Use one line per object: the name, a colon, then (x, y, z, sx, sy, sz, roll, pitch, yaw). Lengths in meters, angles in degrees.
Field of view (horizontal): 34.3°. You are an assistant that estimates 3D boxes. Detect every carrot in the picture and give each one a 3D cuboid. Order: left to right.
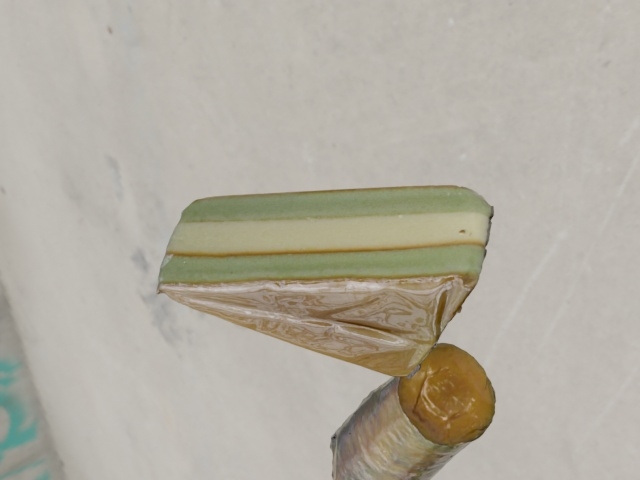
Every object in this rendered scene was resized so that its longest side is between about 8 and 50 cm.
carrot: (0.060, 0.147, 0.779, 0.082, 0.082, 0.173, 52, 143, 16)

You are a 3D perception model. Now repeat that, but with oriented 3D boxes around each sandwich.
sandwich: (0.000, 0.000, 0.585, 0.163, 0.079, 0.113, 21, 141, -5)
